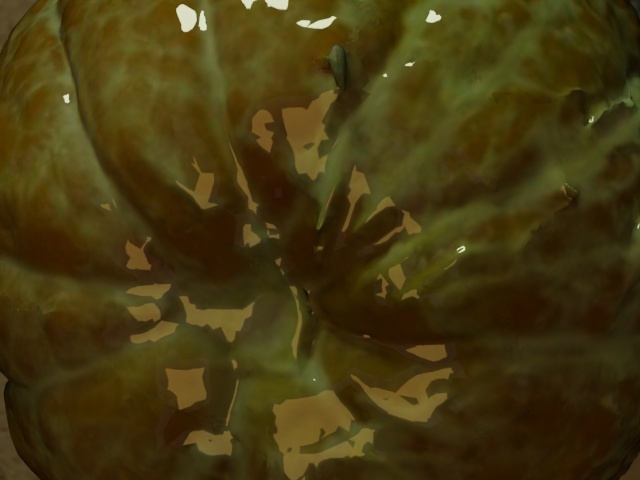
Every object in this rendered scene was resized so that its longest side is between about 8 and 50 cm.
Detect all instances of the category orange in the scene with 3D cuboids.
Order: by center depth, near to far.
[{"bbox_3d":[0.000,0.000,0.744,0.329,0.249,0.329,2,102,11],"label":"orange"}]
